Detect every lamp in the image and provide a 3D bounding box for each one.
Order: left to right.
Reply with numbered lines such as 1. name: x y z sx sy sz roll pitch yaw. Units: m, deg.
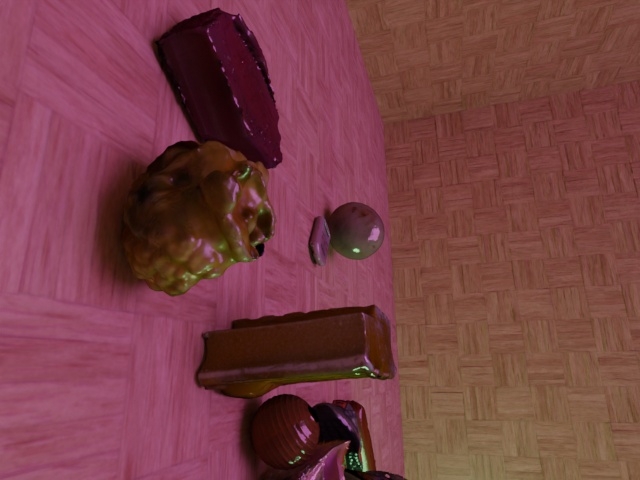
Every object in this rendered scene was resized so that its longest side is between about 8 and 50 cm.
1. lamp: -0.066 0.361 0.816 0.136 0.136 0.136 -6 90 -74

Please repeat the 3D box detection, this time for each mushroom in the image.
1. mushroom: 0.116 -0.023 1.526 0.215 0.207 0.207 122 -28 -64

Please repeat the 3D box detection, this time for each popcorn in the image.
1. popcorn: -0.151 -0.029 0.558 0.169 0.189 0.218 60 27 -49

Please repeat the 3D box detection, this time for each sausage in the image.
1. sausage: 0.120 0.679 1.407 0.094 0.097 0.348 -73 153 -69

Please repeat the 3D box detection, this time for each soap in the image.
1. soap: -0.157 -0.247 0.767 0.182 0.112 0.289 -73 154 -47
2. soap: -0.027 0.197 0.748 0.259 0.281 0.143 42 42 -66

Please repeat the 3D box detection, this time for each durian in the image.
1. durian: -0.032 0.465 0.821 0.182 0.165 0.132 -69 174 -58

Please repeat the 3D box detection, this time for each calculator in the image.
1. calculator: 0.000 0.000 1.347 0.175 0.032 0.100 -78 156 -48

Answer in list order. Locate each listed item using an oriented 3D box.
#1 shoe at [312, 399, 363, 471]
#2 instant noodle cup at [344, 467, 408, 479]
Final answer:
1. shoe: 0.051 0.511 1.198 0.171 0.132 0.336 -84 162 -50
2. instant noodle cup: 0.075 0.643 0.918 0.266 0.340 0.339 55 32 -43
